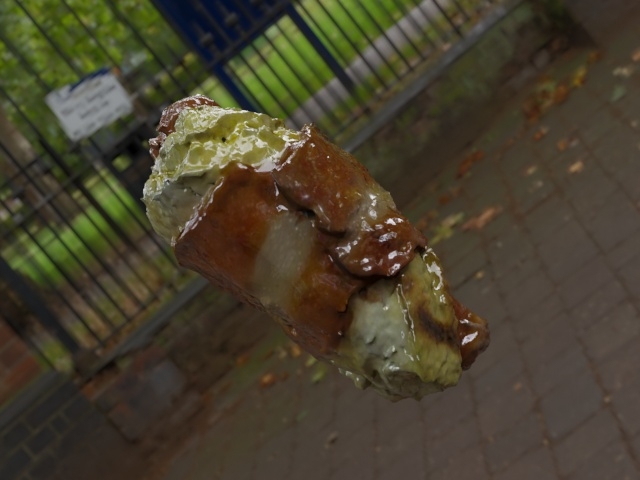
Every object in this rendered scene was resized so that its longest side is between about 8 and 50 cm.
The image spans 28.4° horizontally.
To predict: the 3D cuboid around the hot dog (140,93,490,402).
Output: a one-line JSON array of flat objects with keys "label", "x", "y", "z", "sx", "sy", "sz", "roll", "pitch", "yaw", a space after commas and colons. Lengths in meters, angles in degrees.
[{"label": "hot dog", "x": 0.000, "y": 0.000, "z": 0.668, "sx": 0.103, "sy": 0.213, "sz": 0.146, "roll": -55, "pitch": 9, "yaw": -14}]
